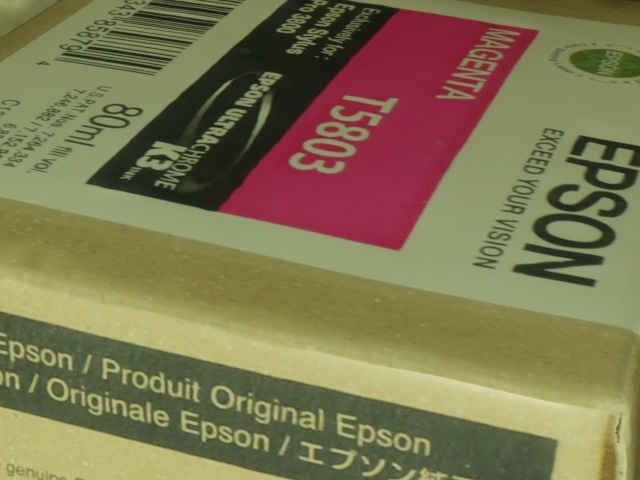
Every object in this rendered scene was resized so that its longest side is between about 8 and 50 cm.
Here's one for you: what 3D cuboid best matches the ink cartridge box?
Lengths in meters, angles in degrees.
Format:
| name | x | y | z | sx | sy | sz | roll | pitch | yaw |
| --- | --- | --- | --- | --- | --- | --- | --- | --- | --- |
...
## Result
| name | x | y | z | sx | sy | sz | roll | pitch | yaw |
| --- | --- | --- | --- | --- | --- | --- | --- | --- | --- |
| ink cartridge box | 0.000 | 0.000 | 0.432 | 0.193 | 0.235 | 0.088 | 10 | 117 | 15 |
